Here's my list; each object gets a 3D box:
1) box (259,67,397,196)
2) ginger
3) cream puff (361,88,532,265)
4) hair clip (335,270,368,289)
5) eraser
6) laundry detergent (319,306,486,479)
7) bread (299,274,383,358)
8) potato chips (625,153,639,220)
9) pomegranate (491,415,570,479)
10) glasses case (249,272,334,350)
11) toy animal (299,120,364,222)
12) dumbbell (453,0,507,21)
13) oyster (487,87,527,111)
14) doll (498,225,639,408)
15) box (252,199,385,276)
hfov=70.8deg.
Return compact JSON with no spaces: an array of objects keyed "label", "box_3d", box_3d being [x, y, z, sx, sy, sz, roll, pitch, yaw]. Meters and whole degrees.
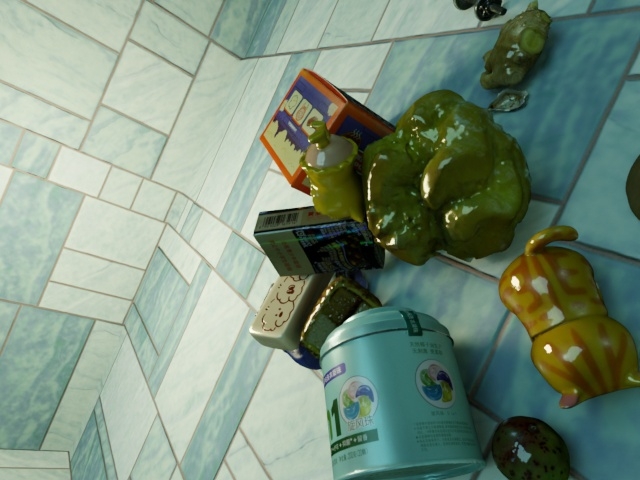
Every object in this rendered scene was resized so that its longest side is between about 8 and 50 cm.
[{"label":"box","box_3d":[0.068,-0.255,1.255,0.257,0.348,0.319,-55,36,17]},{"label":"ginger","box_3d":[0.468,-0.462,1.066,0.157,0.102,0.216,-126,59,-76]},{"label":"cream puff","box_3d":[0.233,-0.094,0.951,0.275,0.379,0.378,-39,28,-24]},{"label":"hair clip","box_3d":[0.083,0.143,1.280,0.124,0.052,0.196,-40,49,41]},{"label":"eraser","box_3d":[-0.082,0.258,1.381,0.332,0.101,0.155,29,95,55]},{"label":"laundry detergent","box_3d":[0.147,0.309,0.907,0.287,0.287,0.306,-36,47,35]},{"label":"bread","box_3d":[0.062,0.216,1.168,0.222,0.181,0.096,-60,-1,7]},{"label":"potato chips","box_3d":[0.605,-0.102,0.734,0.195,0.061,0.208,-35,49,39]},{"label":"pomegranate","box_3d":[0.350,0.365,0.760,0.130,0.130,0.131,-28,51,41]},{"label":"glasses case","box_3d":[-0.068,0.150,1.301,0.143,0.076,0.337,-3,47,39]},{"label":"toy animal","box_3d":[0.031,-0.154,1.012,0.155,0.230,0.156,-16,41,15]},{"label":"dumbbell","box_3d":[0.430,-0.661,1.237,0.082,0.081,0.254,-50,39,22]},{"label":"oyster","box_3d":[0.449,-0.336,1.080,0.093,0.034,0.052,12,98,42]},{"label":"doll","box_3d":[0.418,0.133,0.768,0.166,0.162,0.270,-29,59,21]},{"label":"box","box_3d":[0.000,0.000,1.192,0.309,0.198,0.084,-6,49,19]}]
